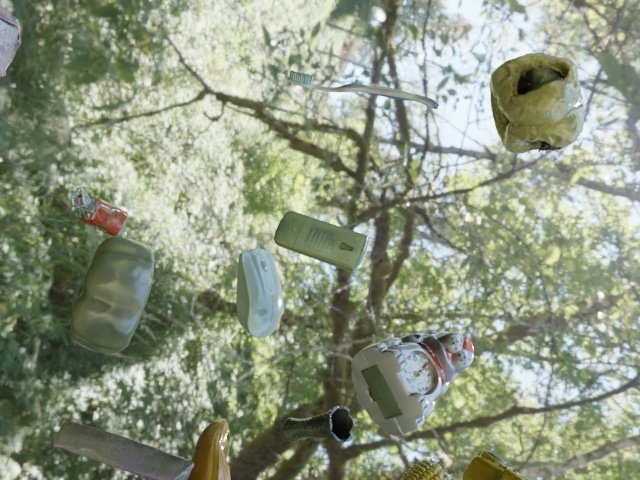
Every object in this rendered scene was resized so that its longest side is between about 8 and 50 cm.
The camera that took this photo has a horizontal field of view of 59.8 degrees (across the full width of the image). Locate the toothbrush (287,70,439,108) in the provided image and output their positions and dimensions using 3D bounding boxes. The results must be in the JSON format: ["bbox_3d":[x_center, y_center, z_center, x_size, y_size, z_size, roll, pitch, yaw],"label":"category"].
[{"bbox_3d":[0.073,-0.260,0.966,0.027,0.269,0.021,96,7,-46],"label":"toothbrush"}]

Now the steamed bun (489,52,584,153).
[{"bbox_3d":[0.369,-0.215,0.914,0.155,0.140,0.172,-89,163,-66],"label":"steamed bun"}]

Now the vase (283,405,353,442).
[{"bbox_3d":[-0.016,0.587,1.753,0.237,0.115,0.116,-23,-126,41],"label":"vase"}]

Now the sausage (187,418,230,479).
[{"bbox_3d":[-0.271,0.584,1.354,0.354,0.116,0.134,-100,-174,-61],"label":"sausage"}]

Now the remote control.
[{"bbox_3d":[0.000,0.000,1.364,0.098,0.233,0.038,-65,156,-14],"label":"remote control"}]

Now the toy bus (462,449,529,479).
[{"bbox_3d":[0.457,0.586,1.176,0.335,0.123,0.121,31,-99,33],"label":"toy bus"}]

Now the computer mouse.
[{"bbox_3d":[-0.149,0.130,1.408,0.079,0.128,0.231,-6,-96,36],"label":"computer mouse"}]

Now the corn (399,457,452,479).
[{"bbox_3d":[0.241,0.804,1.641,0.144,0.387,0.144,41,-28,28],"label":"corn"}]

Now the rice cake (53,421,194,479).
[{"bbox_3d":[-0.479,0.519,1.349,0.064,0.399,0.070,73,33,-48],"label":"rice cake"}]

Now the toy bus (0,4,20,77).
[{"bbox_3d":[-0.724,-0.417,0.985,0.171,0.162,0.386,-55,154,6],"label":"toy bus"}]

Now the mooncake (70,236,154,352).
[{"bbox_3d":[-0.474,0.121,1.263,0.275,0.135,0.275,-51,-152,41],"label":"mooncake"}]

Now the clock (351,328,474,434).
[{"bbox_3d":[0.213,0.265,1.159,0.189,0.254,0.189,27,-55,45],"label":"clock"}]

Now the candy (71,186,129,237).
[{"bbox_3d":[-0.611,-0.070,1.567,0.292,0.059,0.086,55,52,-70],"label":"candy"}]
